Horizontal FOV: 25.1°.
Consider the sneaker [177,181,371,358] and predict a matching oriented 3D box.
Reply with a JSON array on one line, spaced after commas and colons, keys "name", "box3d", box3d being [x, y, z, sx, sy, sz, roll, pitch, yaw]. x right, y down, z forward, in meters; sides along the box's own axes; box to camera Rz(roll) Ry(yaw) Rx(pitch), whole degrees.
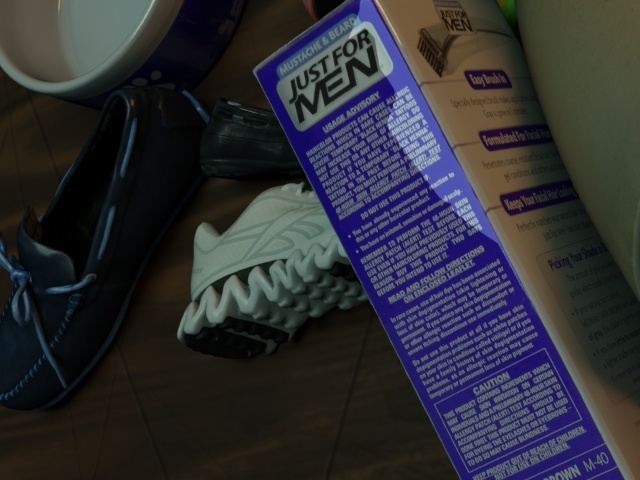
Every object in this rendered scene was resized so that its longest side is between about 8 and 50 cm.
[{"name": "sneaker", "box3d": [0.000, 0.000, 1.130, 0.292, 0.110, 0.118, -21, 59, 34]}]

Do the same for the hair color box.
[{"name": "hair color box", "box3d": [0.112, 0.010, 0.916, 0.110, 0.185, 0.338, -30, 81, 30]}]

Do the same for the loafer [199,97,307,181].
[{"name": "loafer", "box3d": [-0.015, -0.089, 1.173, 0.223, 0.076, 0.078, 2, 89, 43]}]

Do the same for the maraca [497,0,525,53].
[{"name": "maraca", "box3d": [0.107, -0.178, 1.084, 0.127, 0.099, 0.185, -46, 33, 35]}]

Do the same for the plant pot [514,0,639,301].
[{"name": "plant pot", "box3d": [0.237, -0.107, 0.889, 0.256, 0.256, 0.274, -54, 37, 17]}]

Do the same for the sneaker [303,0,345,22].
[{"name": "sneaker", "box3d": [0.017, -0.326, 1.128, 0.136, 0.116, 0.313, -126, 39, -47]}]

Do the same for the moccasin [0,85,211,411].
[{"name": "moccasin", "box3d": [-0.230, -0.001, 1.302, 0.138, 0.117, 0.342, 38, 105, 38]}]

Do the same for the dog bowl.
[{"name": "dog bowl", "box3d": [-0.191, -0.253, 1.335, 0.265, 0.104, 0.264, -10, 74, 38]}]
